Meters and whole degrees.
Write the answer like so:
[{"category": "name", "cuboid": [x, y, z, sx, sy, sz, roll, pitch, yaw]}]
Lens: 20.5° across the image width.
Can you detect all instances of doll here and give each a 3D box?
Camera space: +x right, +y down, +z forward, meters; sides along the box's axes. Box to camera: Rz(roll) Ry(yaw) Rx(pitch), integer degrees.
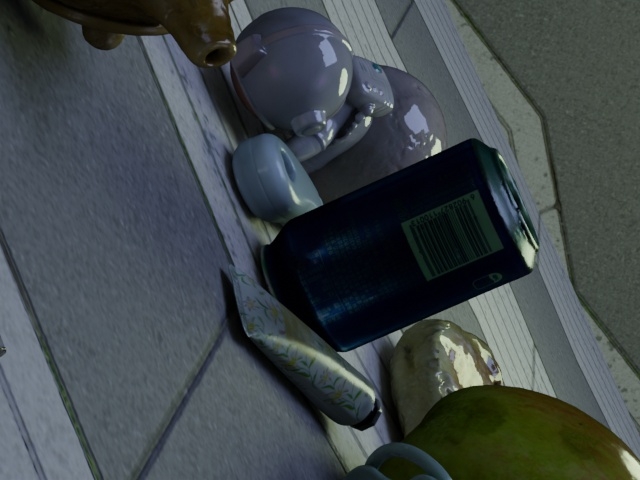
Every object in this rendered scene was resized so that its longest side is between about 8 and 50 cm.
[{"category": "doll", "cuboid": [0.011, -0.115, 1.539, 0.287, 0.151, 0.151, 37, 33, -59]}]

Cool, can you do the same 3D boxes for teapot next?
[{"category": "teapot", "cuboid": [-0.128, -0.203, 1.115, 0.203, 0.167, 0.311, -3, 33, -33]}]

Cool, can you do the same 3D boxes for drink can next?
[{"category": "drink can", "cuboid": [0.061, 0.007, 1.380, 0.118, 0.205, 0.118, -23, 90, -79]}]

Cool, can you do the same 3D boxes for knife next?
[{"category": "knife", "cuboid": [0.000, 0.002, 1.531, 0.331, 0.044, 0.080, 50, 21, -61]}]

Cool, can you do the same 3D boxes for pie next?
[{"category": "pie", "cuboid": [0.149, 0.233, 1.649, 0.337, 0.075, 0.337, 55, 23, -38]}]

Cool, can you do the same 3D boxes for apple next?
[{"category": "apple", "cuboid": [0.135, 0.234, 1.347, 0.226, 0.246, 0.246, 36, 16, -1]}]

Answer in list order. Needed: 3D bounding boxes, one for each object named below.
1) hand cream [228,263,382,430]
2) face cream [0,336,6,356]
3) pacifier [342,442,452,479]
[{"category": "hand cream", "cuboid": [-0.011, 0.087, 1.323, 0.194, 0.042, 0.067, 47, 25, -46]}, {"category": "face cream", "cuboid": [-0.177, 0.003, 0.846, 0.115, 0.020, 0.038, 69, 14, 13]}, {"category": "pacifier", "cuboid": [0.038, 0.203, 1.194, 0.116, 0.150, 0.127, -5, 100, -36]}]
